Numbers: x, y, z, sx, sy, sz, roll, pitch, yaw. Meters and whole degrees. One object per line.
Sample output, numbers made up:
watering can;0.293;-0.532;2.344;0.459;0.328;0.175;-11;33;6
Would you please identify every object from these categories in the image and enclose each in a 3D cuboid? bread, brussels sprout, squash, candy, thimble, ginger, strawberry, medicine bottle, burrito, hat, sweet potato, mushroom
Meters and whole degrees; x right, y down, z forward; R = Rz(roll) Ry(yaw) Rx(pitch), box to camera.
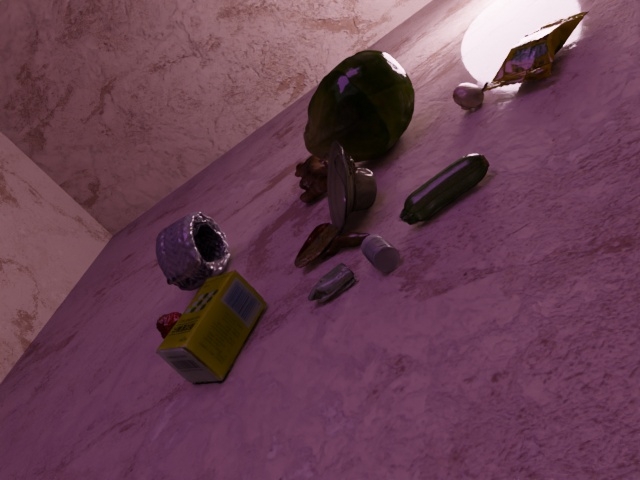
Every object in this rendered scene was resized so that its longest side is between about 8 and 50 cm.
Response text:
bread;-0.017;0.018;1.411;0.136;0.054;0.154;-49;6;-15
brussels sprout;0.108;-0.379;1.650;0.355;0.289;0.281;-32;10;34
squash;0.263;-0.110;1.192;0.219;0.068;0.077;-38;28;10
candy;0.547;-0.484;1.410;0.187;0.081;0.297;-6;41;52
thimble;-0.414;0.035;1.812;0.157;0.217;0.245;-31;38;25
ginger;-0.012;-0.205;1.800;0.166;0.080;0.333;-50;27;12
strawberry;-0.439;0.250;1.641;0.096;0.083;0.083;-21;29;22
medicine bottle;-0.258;0.211;1.345;0.137;0.141;0.250;-15;34;42
burrito;0.021;0.099;1.232;0.118;0.044;0.074;-36;27;3
hat;0.091;-0.134;1.436;0.110;0.252;0.252;-3;21;-10
sweet potato;0.059;0.006;1.346;0.153;0.038;0.041;-26;37;37
medicine bottle;0.126;0.026;1.175;0.058;0.058;0.091;-41;23;1
mushroom;0.398;-0.386;1.490;0.084;0.067;0.083;-2;39;2
